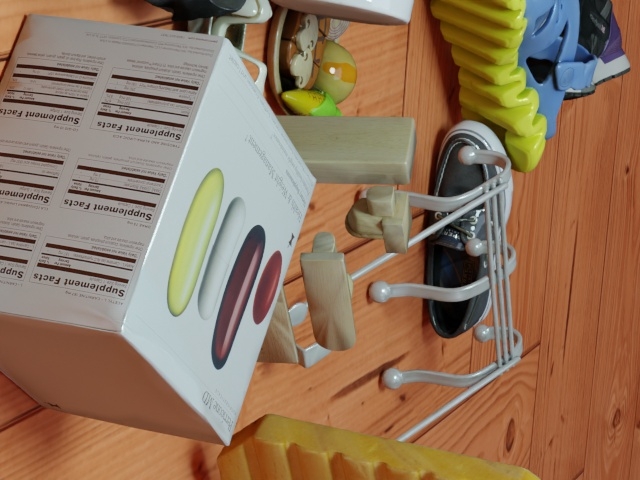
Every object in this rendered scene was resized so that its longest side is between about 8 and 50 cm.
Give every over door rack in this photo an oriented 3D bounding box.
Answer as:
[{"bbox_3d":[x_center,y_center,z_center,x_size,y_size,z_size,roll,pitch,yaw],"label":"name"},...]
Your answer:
[{"bbox_3d":[0.062,0.085,1.798,0.324,0.108,0.239,-40,137,-35],"label":"over door rack"}]

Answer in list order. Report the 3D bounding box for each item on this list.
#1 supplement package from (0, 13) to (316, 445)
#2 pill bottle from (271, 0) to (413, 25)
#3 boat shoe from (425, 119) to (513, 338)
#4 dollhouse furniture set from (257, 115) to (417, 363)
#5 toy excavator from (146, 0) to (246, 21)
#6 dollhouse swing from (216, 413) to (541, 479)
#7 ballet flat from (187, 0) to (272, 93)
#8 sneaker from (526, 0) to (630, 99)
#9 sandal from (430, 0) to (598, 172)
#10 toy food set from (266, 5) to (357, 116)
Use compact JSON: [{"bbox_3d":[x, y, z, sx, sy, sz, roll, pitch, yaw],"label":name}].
[{"bbox_3d":[-0.123,-0.005,1.261,0.194,0.149,0.203,55,49,-59],"label":"supplement package"},{"bbox_3d":[0.038,-0.309,1.502,0.152,0.152,0.272,9,90,-67],"label":"pill bottle"},{"bbox_3d":[0.138,-0.005,1.956,0.076,0.080,0.228,-44,145,-54],"label":"boat shoe"},{"bbox_3d":[0.000,0.000,1.512,0.123,0.144,0.151,80,16,-47],"label":"dollhouse furniture set"},{"bbox_3d":[-0.082,-0.386,1.189,0.433,0.222,0.445,8,78,-66],"label":"toy excavator"},{"bbox_3d":[0.036,0.359,1.517,0.305,0.347,0.315,67,39,-52],"label":"dollhouse swing"},{"bbox_3d":[-0.067,-0.149,1.430,0.072,0.068,0.213,-1,100,-66],"label":"ballet flat"},{"bbox_3d":[0.253,-0.221,2.126,0.283,0.107,0.124,-32,113,-64],"label":"sneaker"},{"bbox_3d":[0.192,-0.214,1.883,0.138,0.126,0.317,-41,146,-18],"label":"sandal"},{"bbox_3d":[-0.002,-0.159,1.610,0.132,0.038,0.192,23,78,-66],"label":"toy food set"}]
